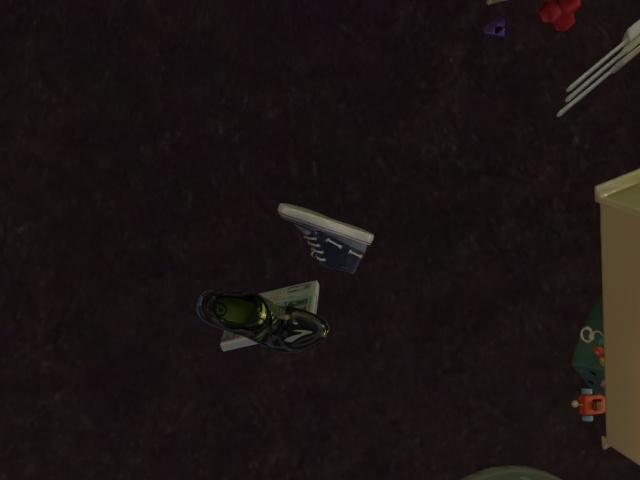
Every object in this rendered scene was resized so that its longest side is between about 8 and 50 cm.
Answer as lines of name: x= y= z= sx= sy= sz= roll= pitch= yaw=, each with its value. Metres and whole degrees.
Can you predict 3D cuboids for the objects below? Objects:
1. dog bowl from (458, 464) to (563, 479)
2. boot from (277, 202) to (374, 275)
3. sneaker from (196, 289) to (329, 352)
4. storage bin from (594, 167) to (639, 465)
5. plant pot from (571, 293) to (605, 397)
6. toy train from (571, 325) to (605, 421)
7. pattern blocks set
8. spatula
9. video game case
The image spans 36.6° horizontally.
dog bowl: x=0.244 y=0.456 z=1.169 sx=0.349 sy=0.102 sz=0.348 roll=-1 pitch=93 yaw=-23
boot: x=0.000 y=0.000 z=1.722 sx=0.190 sy=0.069 sz=0.086 roll=20 pitch=98 yaw=-21
sneaker: x=-0.079 y=0.113 z=1.342 sx=0.188 sy=0.078 sz=0.067 roll=16 pitch=81 yaw=-11
storage bin: x=0.369 y=0.051 z=0.821 sx=0.260 sy=0.123 sz=0.262 roll=-20 pitch=116 yaw=-24
plant pot: x=0.617 y=0.198 z=1.892 sx=0.234 sy=0.165 sz=0.165 roll=-48 pitch=109 yaw=-17
toy train: x=0.504 y=0.236 z=1.706 sx=0.125 sy=0.046 sz=0.166 roll=7 pitch=82 yaw=-29
pattern blocks set: x=0.358 y=-0.503 z=1.714 sx=0.286 sy=0.026 sz=0.324 roll=-7 pitch=137 yaw=-8
spatula: x=0.567 y=-0.349 z=1.925 sx=0.242 sy=0.019 sz=0.168 roll=-38 pitch=165 yaw=-6
video game case: x=-0.082 y=0.124 z=1.611 sx=0.157 sy=0.143 sz=0.019 roll=-13 pitch=116 yaw=11
